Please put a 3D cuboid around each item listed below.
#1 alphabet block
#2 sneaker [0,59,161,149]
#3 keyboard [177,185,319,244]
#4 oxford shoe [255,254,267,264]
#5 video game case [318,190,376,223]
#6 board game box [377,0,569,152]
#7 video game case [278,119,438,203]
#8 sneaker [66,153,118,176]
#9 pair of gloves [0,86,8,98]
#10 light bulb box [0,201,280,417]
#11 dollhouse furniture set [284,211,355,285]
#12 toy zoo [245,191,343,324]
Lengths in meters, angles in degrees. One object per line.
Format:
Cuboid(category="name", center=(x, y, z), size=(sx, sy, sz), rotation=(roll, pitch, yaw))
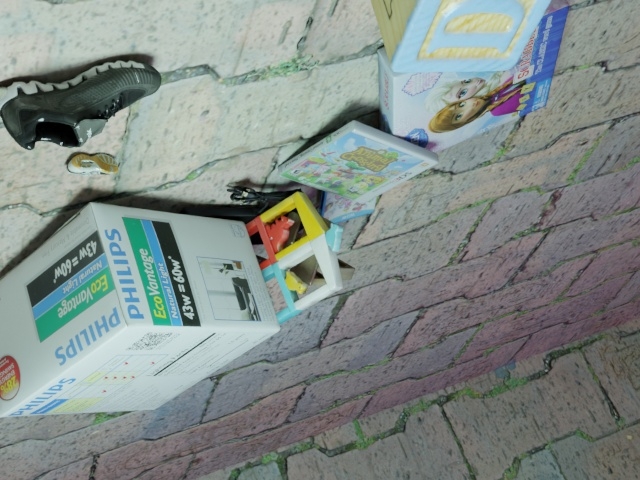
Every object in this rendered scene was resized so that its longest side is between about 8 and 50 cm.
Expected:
Cuboid(category="alphabet block", center=(0.180, -0.359, 1.586), size=(0.192, 0.197, 0.193), rotation=(-4, 150, -19))
Cuboid(category="sneaker", center=(-0.318, -0.174, 1.604), size=(0.234, 0.106, 0.078), rotation=(-16, 155, -24))
Cuboid(category="keyboard", center=(-0.128, -0.046, 2.155), size=(0.317, 0.033, 0.201), rotation=(-2, 153, -45))
Cuboid(category="oxford shoe", center=(-0.158, 0.078, 2.260), size=(0.076, 0.076, 0.212), rotation=(19, 165, -13))
Cuboid(category="video game case", center=(0.058, -0.099, 2.210), size=(0.119, 0.015, 0.166), rotation=(-17, 142, -23))
Cuboid(category="board game box", center=(0.253, -0.275, 2.033), size=(0.318, 0.066, 0.318), rotation=(-23, 156, -7))
Cuboid(category="video game case", center=(0.067, -0.132, 2.081), size=(0.212, 0.023, 0.193), rotation=(17, 147, -40))
Cuboid(category="sneaker", center=(-0.347, -0.113, 1.802), size=(0.083, 0.032, 0.037), rotation=(6, 154, -43))
Cuboid(category="pair of gloves", center=(-0.525, -0.173, 1.476), size=(0.240, 0.042, 0.204), rotation=(-30, 160, 12))
Cuboid(category="light bulb box", center=(-0.333, 0.129, 2.023), size=(0.358, 0.225, 0.361), rotation=(-34, 155, 31))
Cuboid(category="dollhouse furniture set", center=(0.000, 0.000, 2.217), size=(0.151, 0.144, 0.123), rotation=(3, 111, -49))
Cuboid(category="toy zoo", center=(-0.077, 0.044, 2.113), size=(0.293, 0.192, 0.030), rotation=(-32, 158, 25))
